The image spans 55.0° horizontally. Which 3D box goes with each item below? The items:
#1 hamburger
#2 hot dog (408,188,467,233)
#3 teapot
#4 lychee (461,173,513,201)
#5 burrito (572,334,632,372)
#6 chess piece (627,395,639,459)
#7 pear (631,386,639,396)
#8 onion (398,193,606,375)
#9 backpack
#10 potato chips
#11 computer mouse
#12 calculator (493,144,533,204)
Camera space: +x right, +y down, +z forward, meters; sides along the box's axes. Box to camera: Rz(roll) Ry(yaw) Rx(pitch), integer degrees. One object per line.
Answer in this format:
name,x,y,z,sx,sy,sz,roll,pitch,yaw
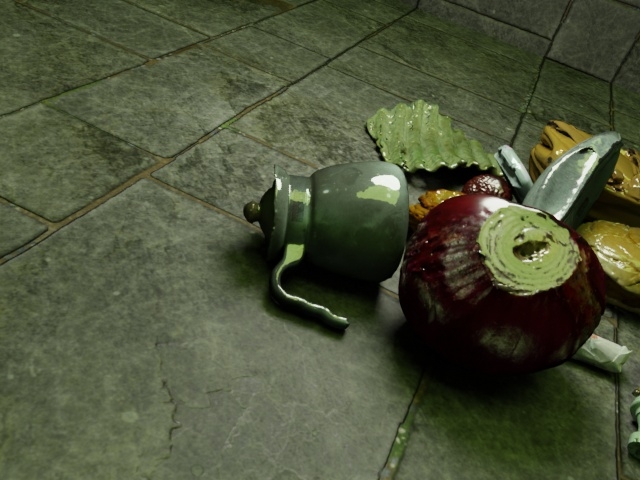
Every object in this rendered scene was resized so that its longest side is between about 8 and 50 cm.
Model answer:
hamburger,0.689,0.071,1.350,0.309,0.132,0.211,19,32,-3
hot dog,0.302,-0.007,1.289,0.196,0.122,0.272,-7,40,-30
teapot,-0.002,-0.005,1.127,0.286,0.305,0.223,5,0,-7
lychee,0.398,-0.097,1.461,0.129,0.123,0.123,12,32,-38
burrito,0.474,0.191,1.148,0.203,0.064,0.064,21,35,1
chess piece,0.539,0.310,1.012,0.067,0.067,0.103,32,45,18
pear,0.653,0.236,1.101,0.216,0.166,0.180,-16,49,4
onion,0.290,0.095,1.012,0.337,0.282,0.260,31,64,0
backpack,0.711,-0.156,1.610,0.354,0.201,0.378,16,32,-6
potato chips,0.329,-0.264,1.669,0.374,0.097,0.389,1,35,-24
computer mouse,0.530,-0.098,1.358,0.114,0.203,0.374,32,74,31
calculator,0.488,-0.126,1.491,0.246,0.045,0.141,48,19,-42
